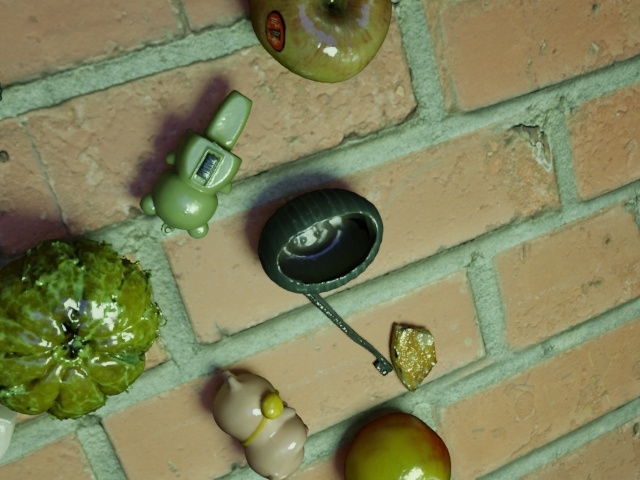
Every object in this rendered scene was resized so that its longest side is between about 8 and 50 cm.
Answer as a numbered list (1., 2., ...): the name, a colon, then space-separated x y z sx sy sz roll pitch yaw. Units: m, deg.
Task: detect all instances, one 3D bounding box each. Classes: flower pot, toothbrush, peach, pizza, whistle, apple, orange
1. flower pot: 0.000 0.000 1.181 0.243 0.157 0.189 -22 109 -14
2. toothbrush: 0.055 0.189 1.310 0.030 0.030 0.297 -42 112 4
3. peach: 0.160 0.479 1.311 0.231 0.231 0.231 -4 103 -18
4. pizza: 0.203 0.249 1.370 0.099 0.036 0.160 -17 107 -14
5. whistle: -0.209 -0.132 1.107 0.131 0.106 0.288 29 92 -20
6. apple: -0.003 -0.402 1.074 0.260 0.194 0.261 -3 100 -19
7. orange: -0.422 0.134 1.031 0.300 0.223 0.301 23 94 -37

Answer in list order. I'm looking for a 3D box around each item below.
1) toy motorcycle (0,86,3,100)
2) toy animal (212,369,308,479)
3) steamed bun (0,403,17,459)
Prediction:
1. toy motorcycle: -0.604 -0.259 0.943 0.229 0.094 0.130 41 108 -12
2. toy animal: -0.116 0.356 1.221 0.149 0.165 0.248 -28 103 -6
3. steamed bun: -0.643 0.303 1.029 0.241 0.146 0.164 35 85 -22
